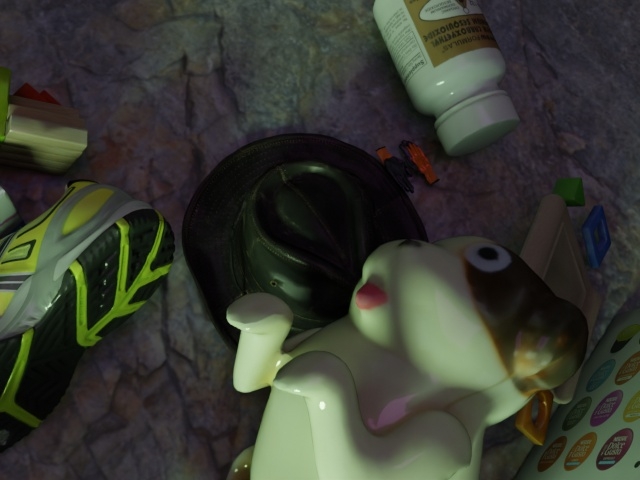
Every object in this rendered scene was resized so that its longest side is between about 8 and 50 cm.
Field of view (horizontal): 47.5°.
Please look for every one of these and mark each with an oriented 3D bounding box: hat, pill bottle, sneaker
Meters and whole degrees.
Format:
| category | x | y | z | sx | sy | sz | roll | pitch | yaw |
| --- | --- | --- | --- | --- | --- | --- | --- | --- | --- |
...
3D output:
| category | x | y | z | sx | sy | sz | roll | pitch | yaw |
| --- | --- | --- | --- | --- | --- | --- | --- | --- | --- |
| hat | 0.000 | 0.000 | 0.854 | 0.331 | 0.134 | 0.331 | 3 | 72 | -10 |
| pill bottle | 0.168 | -0.235 | 0.957 | 0.131 | 0.131 | 0.229 | -18 | 78 | -15 |
| sneaker | -0.332 | 0.091 | 0.782 | 0.385 | 0.145 | 0.147 | -44 | 55 | -17 |

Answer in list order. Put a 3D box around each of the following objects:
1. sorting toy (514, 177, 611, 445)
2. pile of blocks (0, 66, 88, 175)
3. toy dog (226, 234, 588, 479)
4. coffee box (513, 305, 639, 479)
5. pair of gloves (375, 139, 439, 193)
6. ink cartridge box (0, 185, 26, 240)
| category | x | y | z | sx | sy | sz | roll | pitch | yaw |
| --- | --- | --- | --- | --- | --- | --- | --- | --- | --- |
| sorting toy | 0.274 | 0.072 | 0.879 | 0.196 | 0.047 | 0.347 | 55 | 51 | -33 |
| pile of blocks | -0.442 | -0.152 | 0.807 | 0.362 | 0.149 | 0.112 | 0 | 74 | -10 |
| toy dog | 0.078 | 0.185 | 0.692 | 0.395 | 0.284 | 0.407 | 27 | 91 | -20 |
| coffee box | 0.452 | 0.266 | 0.748 | 0.338 | 0.337 | 0.334 | 40 | 70 | 3 |
| pair of gloves | 0.115 | -0.098 | 0.952 | 0.083 | 0.010 | 0.074 | -24 | 76 | -43 |
| ink cartridge box | -0.381 | -0.047 | 0.800 | 0.088 | 0.122 | 0.052 | 44 | 71 | 4 |
